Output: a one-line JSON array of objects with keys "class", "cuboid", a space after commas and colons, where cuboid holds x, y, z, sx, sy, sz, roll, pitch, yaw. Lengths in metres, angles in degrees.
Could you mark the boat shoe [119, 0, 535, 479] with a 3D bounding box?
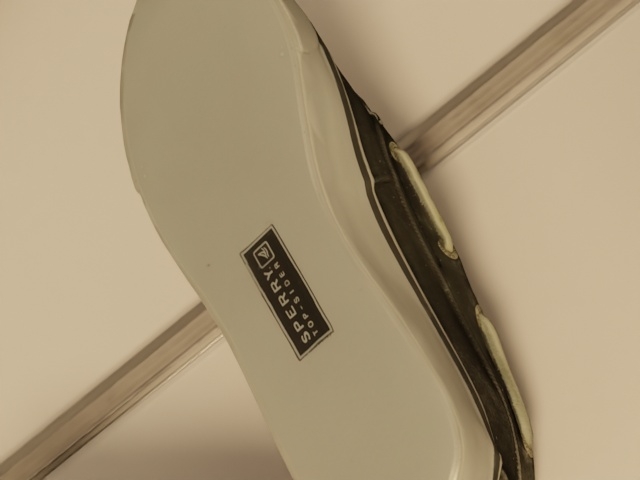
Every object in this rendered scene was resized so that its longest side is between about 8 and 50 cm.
[{"class": "boat shoe", "cuboid": [0.000, 0.000, 0.442, 0.077, 0.070, 0.219, -35, 65, 26]}]
